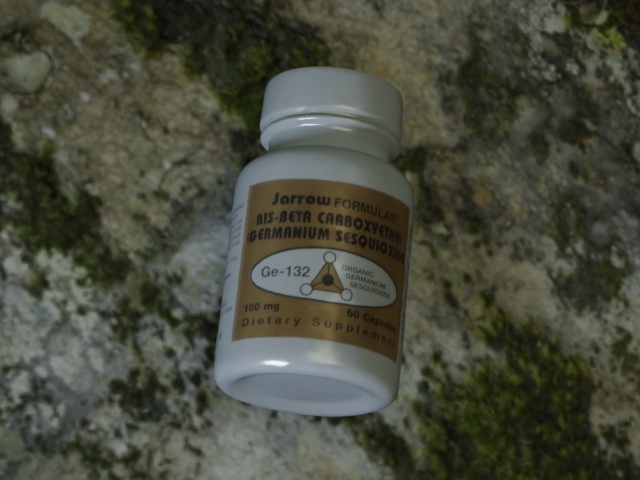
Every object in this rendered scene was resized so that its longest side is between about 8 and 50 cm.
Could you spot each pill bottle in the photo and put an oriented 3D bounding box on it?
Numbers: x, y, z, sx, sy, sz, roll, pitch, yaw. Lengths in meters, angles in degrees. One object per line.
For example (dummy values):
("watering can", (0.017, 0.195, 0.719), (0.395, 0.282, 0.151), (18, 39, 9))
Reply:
("pill bottle", (0.000, 0.000, 1.352), (0.131, 0.131, 0.229), (13, 70, -20))
